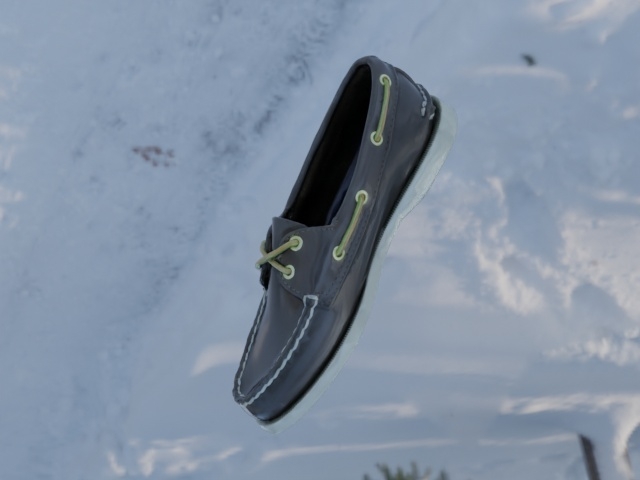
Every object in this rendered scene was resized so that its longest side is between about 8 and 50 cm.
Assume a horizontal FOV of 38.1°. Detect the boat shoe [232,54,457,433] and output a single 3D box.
[{"bbox_3d":[0.000,0.000,0.548,0.069,0.227,0.081,33,167,-28],"label":"boat shoe"}]
